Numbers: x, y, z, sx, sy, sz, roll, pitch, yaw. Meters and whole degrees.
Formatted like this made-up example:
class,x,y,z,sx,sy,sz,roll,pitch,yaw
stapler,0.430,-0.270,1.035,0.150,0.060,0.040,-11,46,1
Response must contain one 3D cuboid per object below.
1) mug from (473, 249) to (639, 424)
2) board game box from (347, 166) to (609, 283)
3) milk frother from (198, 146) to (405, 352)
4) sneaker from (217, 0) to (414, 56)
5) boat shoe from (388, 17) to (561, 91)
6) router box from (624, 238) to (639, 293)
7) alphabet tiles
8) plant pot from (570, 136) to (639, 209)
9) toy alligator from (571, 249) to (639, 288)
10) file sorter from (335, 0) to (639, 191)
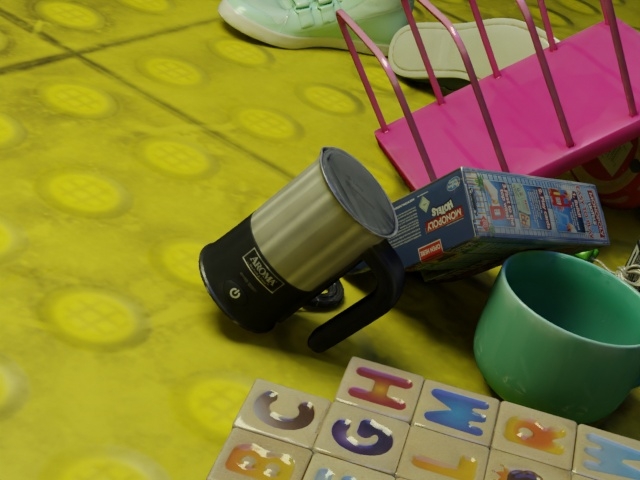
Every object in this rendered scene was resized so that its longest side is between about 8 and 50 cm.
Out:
class,x,y,z,sx,sy,sz,roll,pitch,yaw
mug,0.198,0.088,0.950,0.158,0.097,0.129,27,29,13
board game box,0.138,-0.005,1.031,0.194,0.194,0.060,-2,75,-34
milk frother,0.000,0.000,0.948,0.129,0.135,0.143,44,26,-19
sneaker,0.004,-0.315,1.481,0.256,0.151,0.094,0,35,-27
boat shoe,0.199,-0.208,1.431,0.254,0.095,0.079,7,0,40
router box,0.384,0.070,1.140,0.179,0.046,0.133,16,30,-4
alphabet tiles,0.095,0.185,0.764,0.343,0.011,0.285,16,32,8
plant pot,0.377,-0.124,1.327,0.174,0.191,0.191,-4,36,-30
toy alligator,0.227,0.003,1.167,0.190,0.056,0.051,30,-10,21
file sorter,0.187,-0.186,1.177,0.291,0.182,0.202,-26,32,-2
